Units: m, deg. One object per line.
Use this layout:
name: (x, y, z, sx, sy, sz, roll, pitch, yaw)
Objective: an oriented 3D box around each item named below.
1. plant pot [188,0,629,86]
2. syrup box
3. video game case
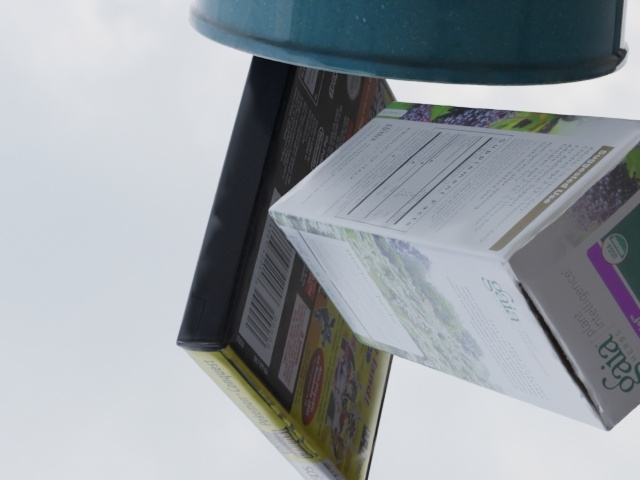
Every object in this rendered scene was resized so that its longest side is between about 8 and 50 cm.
plant pot: (0.063, -0.246, 1.029, 0.272, 0.272, 0.255, -19, -61, -50)
syrup box: (0.079, 0.003, 0.800, 0.096, 0.237, 0.093, -41, -69, -17)
video game case: (0.000, 0.000, 1.127, 0.248, 0.035, 0.275, 55, -138, -54)
